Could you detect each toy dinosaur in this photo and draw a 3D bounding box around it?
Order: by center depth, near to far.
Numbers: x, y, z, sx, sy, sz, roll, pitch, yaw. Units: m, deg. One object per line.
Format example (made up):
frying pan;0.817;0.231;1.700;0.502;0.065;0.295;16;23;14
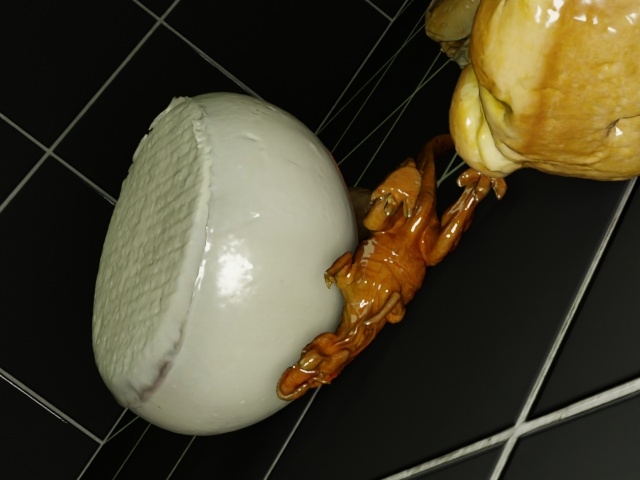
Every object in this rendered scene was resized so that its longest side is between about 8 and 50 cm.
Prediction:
toy dinosaur;0.097;-0.026;1.153;0.432;0.097;0.208;-53;-2;-32

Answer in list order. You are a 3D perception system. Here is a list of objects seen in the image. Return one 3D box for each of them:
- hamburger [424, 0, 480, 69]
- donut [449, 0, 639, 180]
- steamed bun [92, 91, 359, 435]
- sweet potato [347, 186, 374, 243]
hamburger;0.238;-0.337;1.673;0.214;0.108;0.214;-46;12;13
donut;0.190;-0.191;0.838;0.299;0.150;0.317;70;-145;-78
steamed bun;-0.089;0.031;1.306;0.374;0.241;0.374;-166;90;-69
sweet potato;0.000;-0.003;1.488;0.131;0.131;0.336;-55;7;-20
